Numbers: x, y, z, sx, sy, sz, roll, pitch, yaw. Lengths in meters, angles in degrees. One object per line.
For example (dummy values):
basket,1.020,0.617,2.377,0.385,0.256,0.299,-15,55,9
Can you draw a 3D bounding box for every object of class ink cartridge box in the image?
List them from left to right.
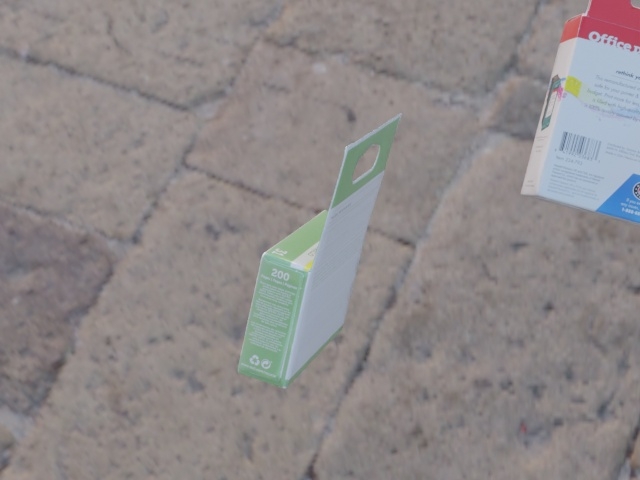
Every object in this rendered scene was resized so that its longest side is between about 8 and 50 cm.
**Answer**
ink cartridge box,0.000,0.000,1.366,0.056,0.235,0.171,18,20,14
ink cartridge box,0.297,-0.139,1.470,0.134,0.078,0.231,15,91,-5
